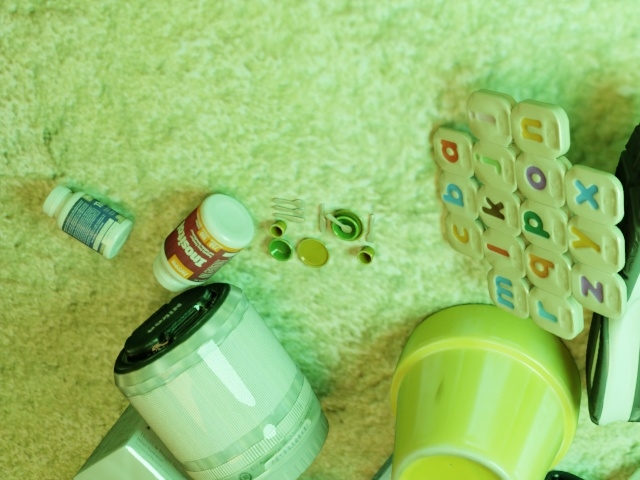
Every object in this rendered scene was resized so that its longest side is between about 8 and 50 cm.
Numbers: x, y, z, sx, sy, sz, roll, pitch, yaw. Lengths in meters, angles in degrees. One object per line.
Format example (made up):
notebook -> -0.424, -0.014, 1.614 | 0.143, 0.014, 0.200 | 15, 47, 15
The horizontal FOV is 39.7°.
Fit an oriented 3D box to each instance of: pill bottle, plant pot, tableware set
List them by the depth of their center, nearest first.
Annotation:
plant pot -> 0.198, 0.251, 1.149 | 0.254, 0.239, 0.254 | 11, 124, 17
tableware set -> 0.000, 0.000, 1.208 | 0.154, 0.024, 0.104 | 11, 123, 15
pill bottle -> -0.168, 0.008, 1.242 | 0.086, 0.086, 0.152 | 44, 125, -8
pill bottle -> -0.343, -0.030, 1.300 | 0.120, 0.067, 0.067 | 32, 126, 1

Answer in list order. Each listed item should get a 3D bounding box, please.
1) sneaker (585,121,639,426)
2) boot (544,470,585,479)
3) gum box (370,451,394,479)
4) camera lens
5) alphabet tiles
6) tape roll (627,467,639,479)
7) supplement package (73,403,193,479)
sneaker -> 0.454, 0.042, 0.992 | 0.258, 0.169, 0.447 | 4, 129, 10
boot -> 0.384, 0.434, 1.214 | 0.244, 0.088, 0.176 | 43, 140, 50
gum box -> 0.172, 0.379, 1.358 | 0.157, 0.041, 0.184 | 31, 127, 1
camera lens -> -0.143, 0.215, 1.274 | 0.219, 0.219, 0.274 | -25, 108, 32
alphabet tiles -> 0.234, -0.028, 1.009 | 0.278, 0.021, 0.284 | 26, 135, 52
tape roll -> 0.507, 0.387, 1.105 | 0.246, 0.246, 0.169 | -29, 107, 33
supplement package -> -0.234, 0.347, 1.402 | 0.149, 0.203, 0.194 | -35, 103, 34
